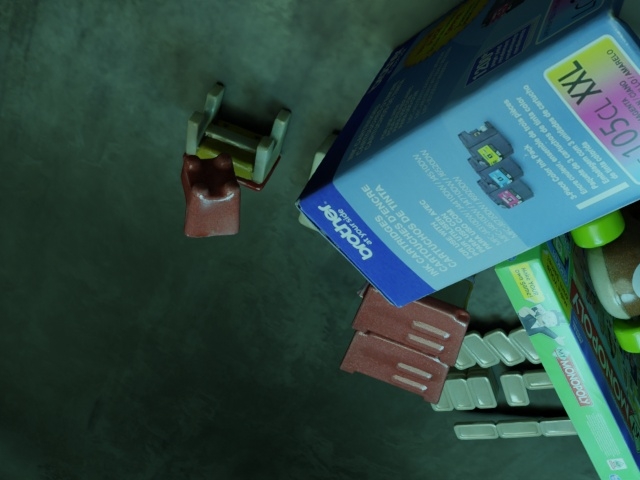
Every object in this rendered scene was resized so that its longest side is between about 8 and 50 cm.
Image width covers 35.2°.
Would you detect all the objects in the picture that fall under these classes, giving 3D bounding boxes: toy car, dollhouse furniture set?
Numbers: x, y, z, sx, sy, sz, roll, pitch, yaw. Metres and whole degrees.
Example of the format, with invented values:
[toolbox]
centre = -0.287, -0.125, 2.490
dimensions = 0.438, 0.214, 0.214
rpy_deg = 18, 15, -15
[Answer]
[toy car]
centre = 0.362, -0.002, 0.995
dimensions = 0.188, 0.149, 0.155
rpy_deg = -19, 110, 26
[dollhouse furniture set]
centre = 0.000, 0.000, 1.127
dimensions = 0.374, 0.201, 0.152
rpy_deg = 22, 137, 6

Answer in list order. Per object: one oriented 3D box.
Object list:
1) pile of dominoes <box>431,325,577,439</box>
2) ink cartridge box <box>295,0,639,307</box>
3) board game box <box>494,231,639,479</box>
[pile of dominoes]
centre = 0.258, 0.173, 1.298
dimensions = 0.251, 0.040, 0.196
rpy_deg = -8, 126, 22
[ink cartridge box]
centre = 0.155, -0.112, 0.888
dimensions = 0.151, 0.270, 0.395
rpy_deg = 45, 135, -15
[board game box]
centre = 0.268, 0.074, 1.047
dimensions = 0.046, 0.213, 0.317
rpy_deg = -15, 123, 26
